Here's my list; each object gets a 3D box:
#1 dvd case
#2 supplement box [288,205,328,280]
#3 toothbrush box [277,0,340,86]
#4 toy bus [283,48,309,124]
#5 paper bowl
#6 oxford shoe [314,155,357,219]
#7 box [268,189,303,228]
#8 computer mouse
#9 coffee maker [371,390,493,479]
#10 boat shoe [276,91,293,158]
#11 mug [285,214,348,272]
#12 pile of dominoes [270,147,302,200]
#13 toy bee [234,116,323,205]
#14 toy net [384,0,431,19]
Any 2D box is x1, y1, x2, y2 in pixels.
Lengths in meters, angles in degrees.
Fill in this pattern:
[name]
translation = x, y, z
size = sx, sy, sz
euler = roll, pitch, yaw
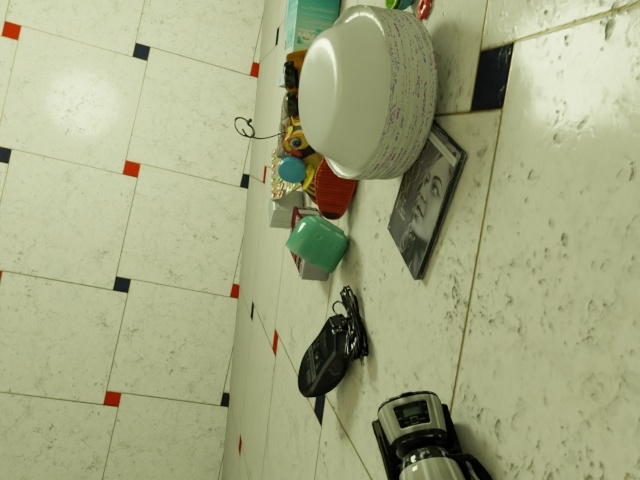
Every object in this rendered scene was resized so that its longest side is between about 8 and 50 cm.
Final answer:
[dvd case]
translation = 0.162, -0.071, 0.885
size = 0.164, 0.018, 0.221
euler = -107, 26, -56
[supplement box]
translation = -0.030, 0.003, 1.491
size = 0.239, 0.073, 0.130
euler = -120, 37, -67
[toothbrush box]
translation = -0.037, -0.597, 1.616
size = 0.216, 0.126, 0.295
euler = -136, 51, -72
[toy bus]
translation = -0.020, -0.362, 1.469
size = 0.211, 0.150, 0.220
euler = 95, 171, -66
[paper bowl]
translation = 0.060, -0.245, 0.927
size = 0.284, 0.148, 0.284
euler = 179, 90, -66
[oxford shoe]
translation = 0.048, -0.182, 1.271
size = 0.098, 0.097, 0.271
euler = -46, -34, -71
[box]
translation = -0.113, -0.102, 1.784
size = 0.087, 0.102, 0.101
euler = 109, 160, -48
[computer mouse]
translation = 0.034, 0.248, 1.190
size = 0.272, 0.072, 0.188
euler = -58, 26, 35
[coffee maker]
translation = 0.129, 0.306, 0.689
size = 0.178, 0.120, 0.171
euler = -101, 21, -49
[boat shoe]
translation = -0.065, -0.349, 1.668
size = 0.324, 0.117, 0.123
euler = -88, 5, -45
[mug]
translation = -0.006, -0.003, 1.275
size = 0.097, 0.129, 0.158
euler = -59, 24, 6
[pile of dominoes]
translation = -0.104, -0.251, 1.729
size = 0.196, 0.040, 0.251
euler = -32, 45, 35
[toy bee]
translation = -0.038, -0.209, 1.318
size = 0.162, 0.298, 0.195
euler = -28, 58, 30
[toy net]
translation = 0.172, -0.462, 0.923
size = 0.232, 0.045, 0.122
euler = 121, 151, -59
